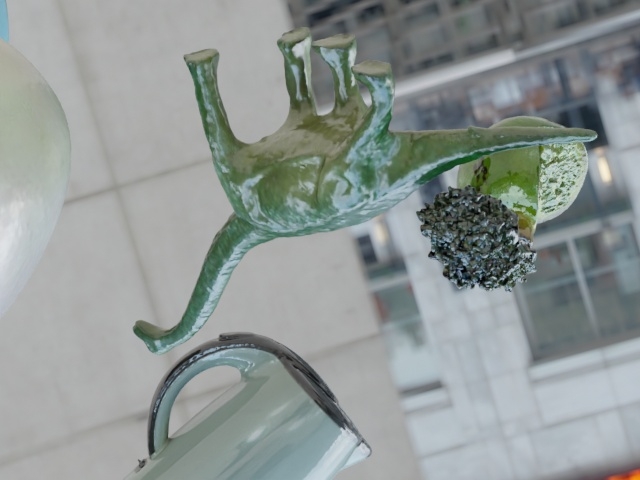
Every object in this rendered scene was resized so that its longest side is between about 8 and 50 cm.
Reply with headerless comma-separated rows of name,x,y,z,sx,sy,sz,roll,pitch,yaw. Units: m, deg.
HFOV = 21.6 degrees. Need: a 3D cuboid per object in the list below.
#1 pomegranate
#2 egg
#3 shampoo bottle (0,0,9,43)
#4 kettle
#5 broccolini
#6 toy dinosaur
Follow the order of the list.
pomegranate,0.204,-0.057,1.811,0.169,0.122,0.143,-52,161,-30
egg,-0.250,-0.046,1.151,0.162,0.271,0.206,1,141,-31
shampoo bottle,-0.558,-0.188,1.897,0.343,0.331,0.331,9,-174,4
kettle,-0.093,0.221,1.820,0.236,0.221,0.161,-41,-171,0
broccolini,0.111,0.007,1.195,0.091,0.068,0.202,19,177,8
toy dinosaur,0.000,0.000,1.223,0.447,0.300,0.087,13,-149,37
